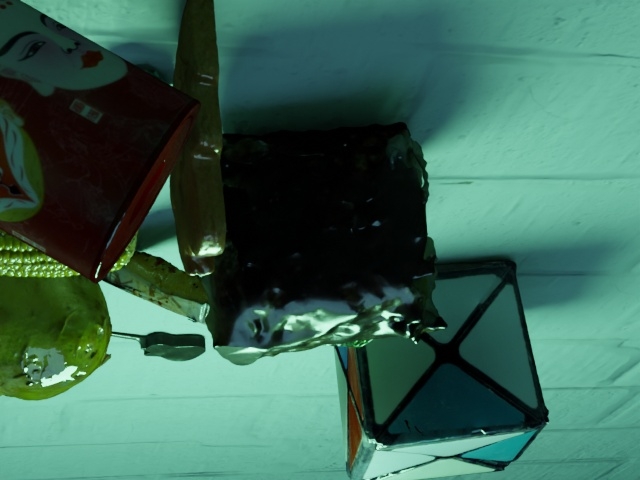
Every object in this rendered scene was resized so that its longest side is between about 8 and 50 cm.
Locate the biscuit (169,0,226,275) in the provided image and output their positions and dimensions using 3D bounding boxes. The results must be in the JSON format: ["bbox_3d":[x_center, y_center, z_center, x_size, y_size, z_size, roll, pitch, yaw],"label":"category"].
[{"bbox_3d":[-0.138,-0.115,1.407,0.043,0.306,0.284,-1,-170,-11],"label":"biscuit"}]

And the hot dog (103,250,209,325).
[{"bbox_3d":[-0.222,0.068,1.925,0.253,0.069,0.131,21,176,18],"label":"hot dog"}]

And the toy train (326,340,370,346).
[{"bbox_3d":[-0.003,0.057,1.917,0.243,0.188,0.132,10,150,-33],"label":"toy train"}]

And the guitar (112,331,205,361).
[{"bbox_3d":[-0.316,0.184,2.332,0.233,0.025,0.088,10,153,-34],"label":"guitar"}]

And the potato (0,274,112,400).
[{"bbox_3d":[-0.448,0.136,1.902,0.300,0.196,0.246,-8,140,-25],"label":"potato"}]

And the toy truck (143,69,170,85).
[{"bbox_3d":[-0.258,-0.149,1.545,0.175,0.067,0.081,-13,150,23],"label":"toy truck"}]

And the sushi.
[{"bbox_3d":[0.002,0.000,1.669,0.294,0.299,0.281,-6,-176,7],"label":"sushi"}]

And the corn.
[{"bbox_3d":[-0.402,-0.006,1.768,0.322,0.119,0.119,2,156,-28],"label":"corn"}]

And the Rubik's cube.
[{"bbox_3d":[0.196,0.228,2.203,0.310,0.307,0.305,-4,154,-8],"label":"Rubik's cube"}]

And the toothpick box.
[{"bbox_3d":[-0.306,-0.126,1.228,0.333,0.204,0.204,30,150,-3],"label":"toothpick box"}]
